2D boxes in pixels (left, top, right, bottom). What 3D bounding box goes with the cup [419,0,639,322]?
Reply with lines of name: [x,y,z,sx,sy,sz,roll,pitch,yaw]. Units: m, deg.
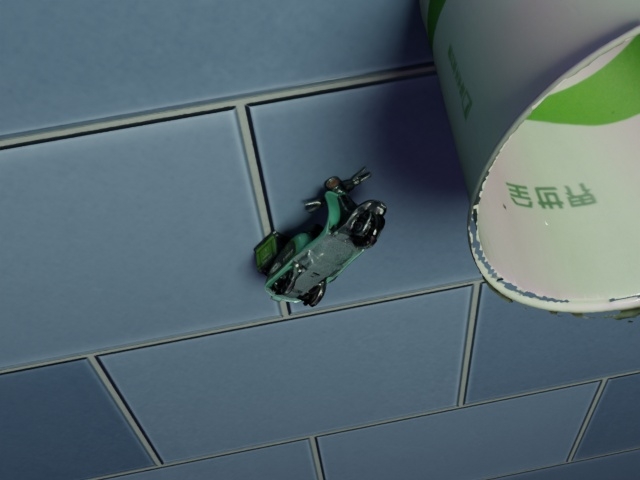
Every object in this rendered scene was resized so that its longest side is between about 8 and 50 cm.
cup: [0.193,-0.122,0.472,0.253,0.274,0.253,-6,138,-5]

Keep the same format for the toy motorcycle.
toy motorcycle: [0.000,0.000,0.685,0.058,0.100,0.173,24,129,-35]
